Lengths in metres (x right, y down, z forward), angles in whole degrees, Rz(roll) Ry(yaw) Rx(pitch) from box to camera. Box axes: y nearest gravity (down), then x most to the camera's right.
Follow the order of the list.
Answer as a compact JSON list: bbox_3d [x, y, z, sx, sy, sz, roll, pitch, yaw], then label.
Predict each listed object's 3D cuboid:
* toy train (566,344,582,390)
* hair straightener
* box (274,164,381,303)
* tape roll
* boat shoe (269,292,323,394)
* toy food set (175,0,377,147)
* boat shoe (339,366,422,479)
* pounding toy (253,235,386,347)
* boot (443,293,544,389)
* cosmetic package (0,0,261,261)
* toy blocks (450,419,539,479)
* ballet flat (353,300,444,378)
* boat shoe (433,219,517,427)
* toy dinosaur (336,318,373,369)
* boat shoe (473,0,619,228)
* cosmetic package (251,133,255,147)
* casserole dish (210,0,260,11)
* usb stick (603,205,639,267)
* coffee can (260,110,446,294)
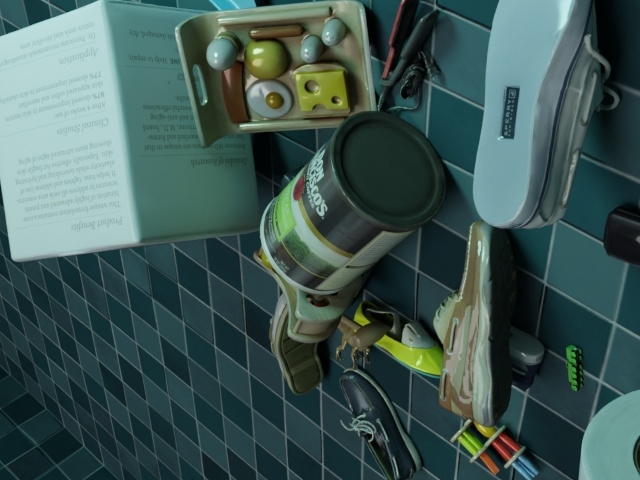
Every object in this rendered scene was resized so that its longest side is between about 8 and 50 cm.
[{"bbox_3d":[0.395,0.199,1.601,0.023,0.017,0.083,32,141,49],"label":"toy train"},{"bbox_3d":[0.132,-0.261,1.535,0.089,0.047,0.230,46,146,18],"label":"hair straightener"},{"bbox_3d":[0.000,0.000,1.916,0.233,0.059,0.183,48,146,16],"label":"box"},{"bbox_3d":[0.483,0.321,1.344,0.286,0.286,0.100,27,137,39],"label":"tape roll"},{"bbox_3d":[-0.060,0.192,2.095,0.103,0.113,0.302,52,155,37],"label":"boat shoe"},{"bbox_3d":[-0.064,-0.257,1.644,0.306,0.092,0.220,-2,122,13],"label":"toy food set"},{"bbox_3d":[0.107,0.377,2.072,0.095,0.079,0.255,-23,98,57],"label":"boat shoe"},{"bbox_3d":[-0.022,0.110,1.837,0.269,0.154,0.155,46,144,18],"label":"pounding toy"},{"bbox_3d":[0.274,0.168,1.684,0.190,0.069,0.086,35,135,30],"label":"boot"},{"bbox_3d":[-0.346,-0.183,1.810,0.329,0.327,0.394,-6,92,36],"label":"cosmetic package"},{"bbox_3d":[0.312,0.379,1.825,0.148,0.054,0.123,46,145,17],"label":"toy blocks"},{"bbox_3d":[0.146,0.172,1.862,0.231,0.077,0.077,26,119,42],"label":"ballet flat"},{"bbox_3d":[0.230,0.127,1.586,0.116,0.123,0.325,6,98,31],"label":"boat shoe"},{"bbox_3d":[0.061,0.194,2.023,0.183,0.053,0.093,34,124,52],"label":"toy dinosaur"},{"bbox_3d":[0.305,-0.192,1.294,0.135,0.156,0.367,15,99,52],"label":"boat shoe"},{"bbox_3d":[-0.215,-0.155,2.036,0.127,0.107,0.238,46,148,20],"label":"cosmetic package"},{"bbox_3d":[-0.161,-0.452,1.774,0.188,0.037,0.114,47,146,18],"label":"casserole dish"},{"bbox_3d":[0.487,0.027,1.311,0.278,0.045,0.077,24,128,41],"label":"usb stick"},{"bbox_3d":[0.047,-0.054,1.663,0.202,0.201,0.275,54,144,6],"label":"coffee can"}]
